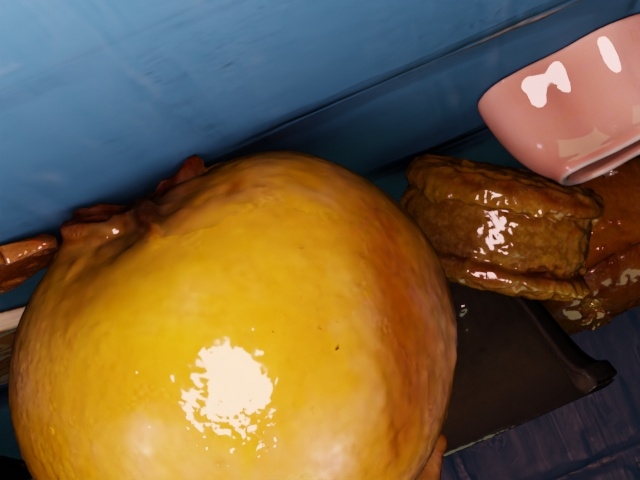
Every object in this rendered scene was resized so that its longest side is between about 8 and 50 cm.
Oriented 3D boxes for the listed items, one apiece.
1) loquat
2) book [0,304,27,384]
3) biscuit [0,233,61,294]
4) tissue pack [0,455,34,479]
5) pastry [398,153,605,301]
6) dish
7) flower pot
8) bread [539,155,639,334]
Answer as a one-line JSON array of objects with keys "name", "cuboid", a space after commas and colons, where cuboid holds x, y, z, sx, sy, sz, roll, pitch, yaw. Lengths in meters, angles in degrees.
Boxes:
[{"name": "loquat", "cuboid": [-0.044, 0.107, 1.289, 0.328, 0.359, 0.328, -34, -167, 9]}, {"name": "book", "cuboid": [-0.306, 0.106, 1.662, 0.208, 0.020, 0.295, -18, 170, -28]}, {"name": "biscuit", "cuboid": [-0.247, 0.023, 1.309, 0.130, 0.019, 0.119, -17, 170, -32]}, {"name": "tissue pack", "cuboid": [-0.369, 0.288, 1.945, 0.332, 0.123, 0.245, 6, -172, 30]}, {"name": "pastry", "cuboid": [0.153, -0.013, 1.575, 0.189, 0.103, 0.189, 11, -174, -1]}, {"name": "dish", "cuboid": [0.240, -0.109, 1.485, 0.213, 0.090, 0.213, -22, 170, -4]}, {"name": "flower pot", "cuboid": [0.090, 0.115, 1.920, 0.379, 0.251, 0.379, -24, 171, -4]}, {"name": "bread", "cuboid": [0.333, 0.014, 2.208, 0.312, 0.172, 0.312, -26, 170, -5]}]
